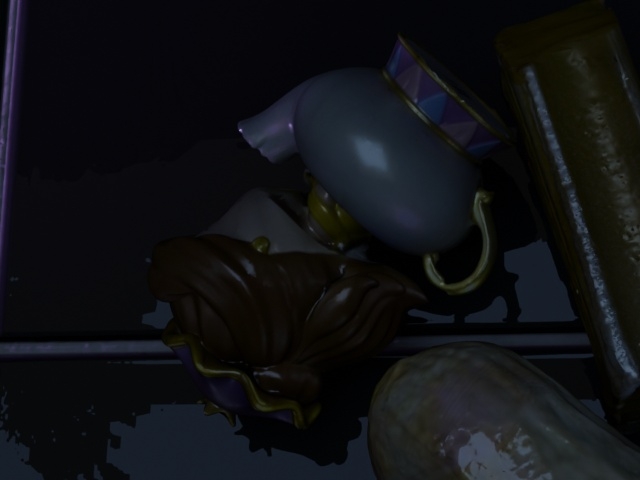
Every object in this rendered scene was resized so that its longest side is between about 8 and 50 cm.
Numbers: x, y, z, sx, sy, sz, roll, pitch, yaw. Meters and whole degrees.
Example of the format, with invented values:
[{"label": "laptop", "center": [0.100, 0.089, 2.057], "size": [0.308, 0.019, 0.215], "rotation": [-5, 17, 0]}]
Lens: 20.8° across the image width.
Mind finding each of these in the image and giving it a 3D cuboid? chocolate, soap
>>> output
[{"label": "chocolate", "center": [0.153, 0.168, 1.010], "size": [0.309, 0.134, 0.134], "rotation": [37, 84, 21]}, {"label": "soap", "center": [0.176, -0.022, 1.067], "size": [0.080, 0.160, 0.257], "rotation": [-16, 73, 4]}]

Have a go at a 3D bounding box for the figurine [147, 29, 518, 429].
[{"label": "figurine", "center": [0.000, 0.000, 1.091], "size": [0.263, 0.142, 0.189], "rotation": [-48, 64, 11]}]
